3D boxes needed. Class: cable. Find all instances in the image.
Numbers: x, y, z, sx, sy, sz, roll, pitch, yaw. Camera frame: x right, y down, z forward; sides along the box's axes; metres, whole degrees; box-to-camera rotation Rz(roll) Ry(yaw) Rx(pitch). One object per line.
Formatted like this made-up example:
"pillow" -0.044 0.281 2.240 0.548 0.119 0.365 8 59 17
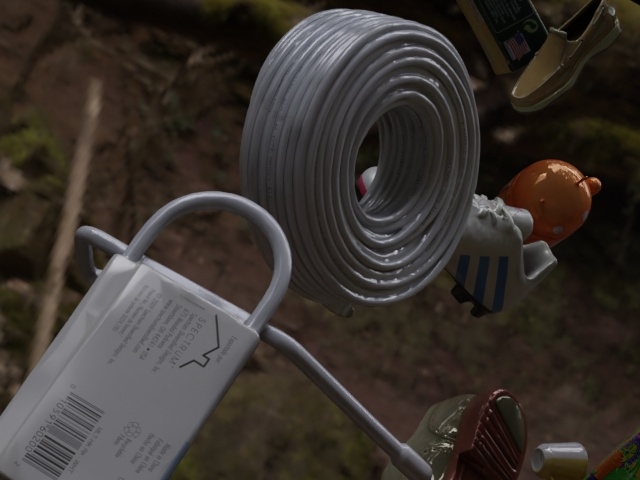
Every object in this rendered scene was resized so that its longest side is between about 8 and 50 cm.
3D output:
"cable" 0.037 -0.069 1.342 0.089 0.257 0.257 15 -9 39

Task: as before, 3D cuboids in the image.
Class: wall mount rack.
"wall mount rack" -0.095 0.152 1.074 0.304 0.350 0.130 29 -25 9

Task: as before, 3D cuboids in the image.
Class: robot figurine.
"robot figurine" 0.345 -0.053 2.440 0.158 0.128 0.219 17 -15 -6

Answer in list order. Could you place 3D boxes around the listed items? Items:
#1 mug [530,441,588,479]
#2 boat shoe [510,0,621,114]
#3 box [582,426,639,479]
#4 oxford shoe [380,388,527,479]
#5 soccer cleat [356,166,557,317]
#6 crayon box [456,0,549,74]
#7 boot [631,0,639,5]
"mug" 0.328 0.309 2.148 0.064 0.062 0.078 11 16 -25
"boat shoe" 0.307 -0.245 2.012 0.068 0.190 0.072 27 -23 43
"box" 0.430 0.223 1.351 0.290 0.279 0.177 48 20 12
"oxford shoe" 0.134 0.360 1.997 0.146 0.397 0.140 -8 -55 42
"soccer cleat" 0.175 -0.022 1.937 0.331 0.143 0.116 37 24 -45
"crayon box" 0.274 -0.368 2.462 0.202 0.081 0.318 61 3 -5
"boot" 0.449 -0.431 2.238 0.260 0.348 0.131 3 -53 3
